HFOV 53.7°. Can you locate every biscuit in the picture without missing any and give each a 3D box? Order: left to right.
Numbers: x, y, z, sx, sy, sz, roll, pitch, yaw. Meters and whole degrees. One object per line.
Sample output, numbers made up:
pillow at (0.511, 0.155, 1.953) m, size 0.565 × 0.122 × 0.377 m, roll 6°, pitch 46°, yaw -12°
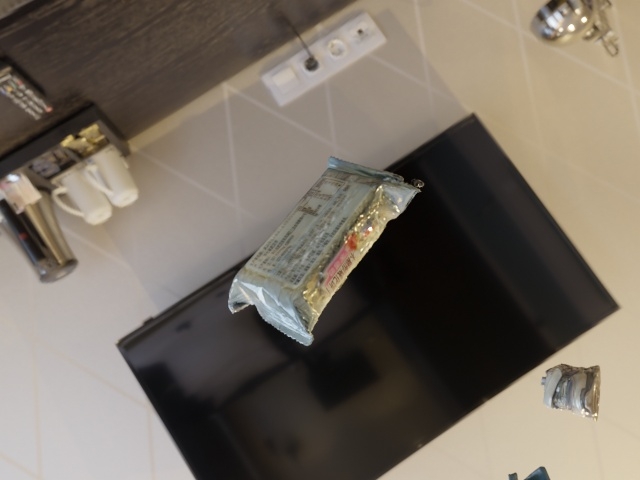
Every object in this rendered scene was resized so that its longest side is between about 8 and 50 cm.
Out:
biscuit at (0.004, 0.001, 0.951) m, size 0.309 × 0.186 × 0.079 m, roll -52°, pitch 137°, yaw -23°

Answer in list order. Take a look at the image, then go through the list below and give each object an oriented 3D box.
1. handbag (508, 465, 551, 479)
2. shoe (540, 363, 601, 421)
handbag at (0.252, 0.375, 0.736) m, size 0.062 × 0.179 × 0.229 m, roll -11°, pitch 139°, yaw -3°
shoe at (0.423, 0.249, 1.074) m, size 0.092 × 0.089 × 0.180 m, roll 3°, pitch 177°, yaw 20°
